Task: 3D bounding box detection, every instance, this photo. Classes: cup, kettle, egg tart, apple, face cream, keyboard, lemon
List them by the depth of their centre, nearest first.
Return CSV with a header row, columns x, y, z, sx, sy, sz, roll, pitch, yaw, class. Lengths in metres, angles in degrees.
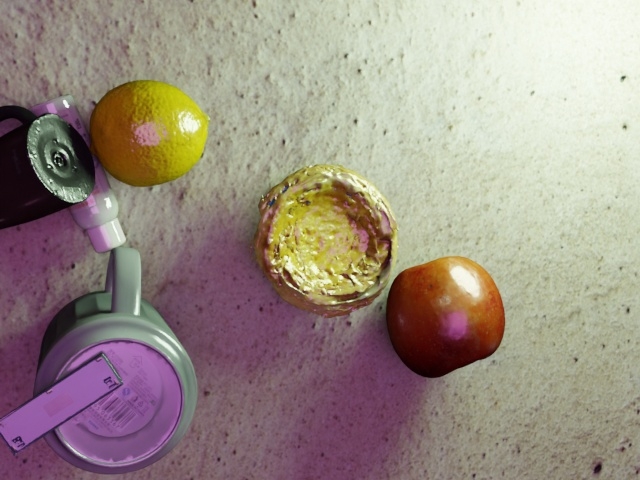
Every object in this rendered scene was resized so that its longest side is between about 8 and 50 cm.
x,y,z,sx,sy,sz,roll,pitch,yaw,class
-0.365,0.227,1.268,0.176,0.014,0.055,-33,103,-10,keyboard
-0.499,-0.113,1.438,0.232,0.144,0.202,-19,86,24,kettle
-0.325,0.176,1.452,0.237,0.327,0.323,7,93,-16,cup
-0.281,-0.179,1.500,0.203,0.178,0.178,-17,100,-10,lemon
-0.402,-0.107,1.526,0.082,0.082,0.269,-23,103,-11,face cream
0.000,0.000,1.636,0.291,0.107,0.291,-2,95,-19,egg tart
0.225,0.140,1.654,0.218,0.218,0.201,-13,74,-13,apple
